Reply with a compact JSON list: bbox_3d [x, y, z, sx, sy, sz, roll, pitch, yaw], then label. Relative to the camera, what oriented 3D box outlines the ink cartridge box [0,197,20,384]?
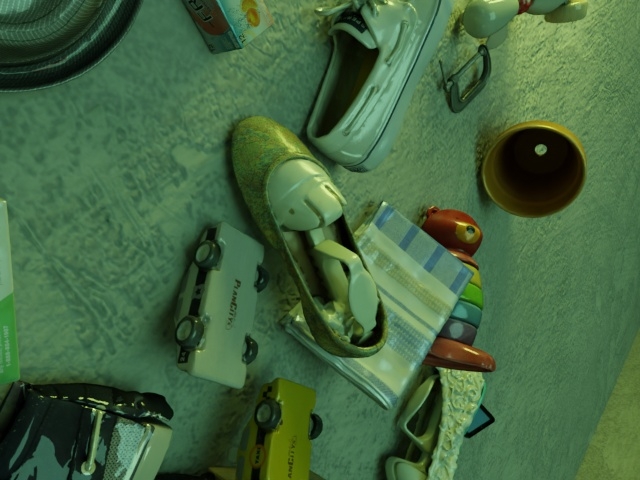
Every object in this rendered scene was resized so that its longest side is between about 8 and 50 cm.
[{"bbox_3d":[-0.345,0.047,0.351,0.213,0.093,0.154,-7,103,-44],"label":"ink cartridge box"}]

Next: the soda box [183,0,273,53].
[{"bbox_3d":[-0.126,-0.299,0.536,0.063,0.058,0.183,-50,129,-28],"label":"soda box"}]

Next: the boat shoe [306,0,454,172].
[{"bbox_3d":[0.065,-0.291,0.701,0.157,0.136,0.366,20,93,-44],"label":"boat shoe"}]

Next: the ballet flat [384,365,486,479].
[{"bbox_3d":[0.202,0.421,1.002,0.147,0.147,0.408,44,63,-42],"label":"ballet flat"}]

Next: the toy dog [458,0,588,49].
[{"bbox_3d":[0.390,-0.499,1.005,0.334,0.161,0.219,-9,113,-32],"label":"toy dog"}]

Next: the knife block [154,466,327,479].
[{"bbox_3d":[-0.105,0.351,0.670,0.276,0.088,0.241,-33,121,-37],"label":"knife block"}]

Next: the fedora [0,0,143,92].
[{"bbox_3d":[-0.230,-0.248,0.362,0.244,0.124,0.275,26,87,-40],"label":"fedora"}]

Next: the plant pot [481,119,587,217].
[{"bbox_3d":[0.483,-0.180,1.121,0.188,0.205,0.204,-44,129,-52],"label":"plant pot"}]

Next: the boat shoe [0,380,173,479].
[{"bbox_3d":[-0.281,0.293,0.463,0.158,0.127,0.340,34,65,-38],"label":"boat shoe"}]

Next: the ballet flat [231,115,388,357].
[{"bbox_3d":[0.000,0.000,0.636,0.123,0.123,0.348,-33,108,-38],"label":"ballet flat"}]

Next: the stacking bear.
[{"bbox_3d":[0.226,0.078,0.918,0.176,0.164,0.288,17,72,-10],"label":"stacking bear"}]

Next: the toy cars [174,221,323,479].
[{"bbox_3d":[-0.098,0.177,0.615,0.176,0.087,0.393,-28,102,-56],"label":"toy cars"}]

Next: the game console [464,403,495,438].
[{"bbox_3d":[0.339,0.359,1.142,0.144,0.085,0.123,-2,100,-47],"label":"game console"}]

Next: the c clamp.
[{"bbox_3d":[0.289,-0.324,0.975,0.161,0.022,0.137,-42,137,-23],"label":"c clamp"}]

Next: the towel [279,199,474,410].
[{"bbox_3d":[0.100,0.091,0.782,0.209,0.034,0.285,40,65,1],"label":"towel"}]
